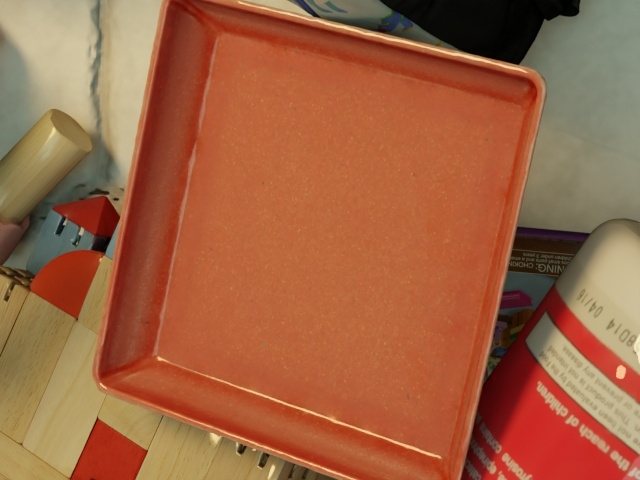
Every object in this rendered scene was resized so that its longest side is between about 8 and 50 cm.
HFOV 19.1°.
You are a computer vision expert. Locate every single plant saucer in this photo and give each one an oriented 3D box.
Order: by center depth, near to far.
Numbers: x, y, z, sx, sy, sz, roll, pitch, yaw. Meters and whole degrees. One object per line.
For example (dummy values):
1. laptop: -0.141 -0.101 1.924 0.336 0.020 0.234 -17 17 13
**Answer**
1. plant saucer: 0.000 0.000 1.128 0.259 0.048 0.258 17 101 27

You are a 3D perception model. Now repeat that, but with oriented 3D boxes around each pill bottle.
1. pill bottle: 0.152 0.209 1.151 0.229 0.229 0.407 36 102 8

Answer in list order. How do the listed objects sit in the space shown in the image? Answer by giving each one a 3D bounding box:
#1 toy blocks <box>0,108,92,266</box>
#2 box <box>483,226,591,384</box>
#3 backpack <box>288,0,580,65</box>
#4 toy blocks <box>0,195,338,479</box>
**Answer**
1. toy blocks: -0.375 -0.067 1.297 0.260 0.288 0.309 -44 85 19
2. box: 0.134 0.092 1.294 0.293 0.057 0.201 5 98 14
3. backpack: 0.033 -0.250 1.131 0.273 0.355 0.290 23 102 12
4. toy blocks: -0.109 0.091 1.288 0.381 0.191 0.261 29 98 30
